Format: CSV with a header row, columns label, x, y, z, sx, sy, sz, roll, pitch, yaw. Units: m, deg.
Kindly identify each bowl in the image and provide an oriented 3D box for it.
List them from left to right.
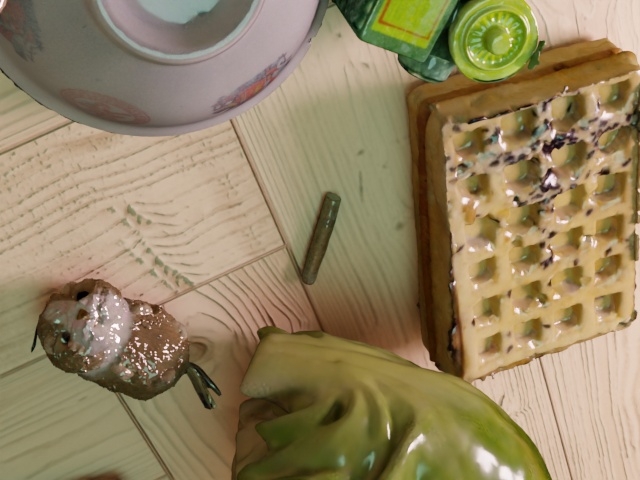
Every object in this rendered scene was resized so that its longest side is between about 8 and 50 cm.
label,x,y,z,sx,sy,sz,roll,pitch,yaw
bowl,-0.129,-0.232,0.907,0.345,0.157,0.345,-6,111,-15

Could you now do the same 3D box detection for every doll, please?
label,x,y,z,sx,sy,sz,roll,pitch,yaw
doll,-0.200,0.114,1.185,0.221,0.105,0.115,23,149,-32

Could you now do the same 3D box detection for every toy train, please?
label,x,y,z,sx,sy,sz,roll,pitch,yaw
toy train,0.129,-0.277,1.015,0.188,0.159,0.271,16,117,-24

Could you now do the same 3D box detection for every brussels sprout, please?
label,x,y,z,sx,sy,sz,roll,pitch,yaw
brussels sprout,0.080,0.301,1.248,0.361,0.342,0.425,0,131,-4

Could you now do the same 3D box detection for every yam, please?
label,x,y,z,sx,sy,sz,roll,pitch,yaw
yam,0.000,0.000,1.237,0.021,0.021,0.116,4,119,-23

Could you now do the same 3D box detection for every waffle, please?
label,x,y,z,sx,sy,sz,roll,pitch,yaw
waffle,0.239,-0.027,1.250,0.261,0.114,0.376,-14,126,-10

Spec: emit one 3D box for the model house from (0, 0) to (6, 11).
label,x,y,z,sx,sy,sz,roll,pitch,yaw
model house,-0.311,-0.277,0.761,0.237,0.202,0.237,-28,139,-55
